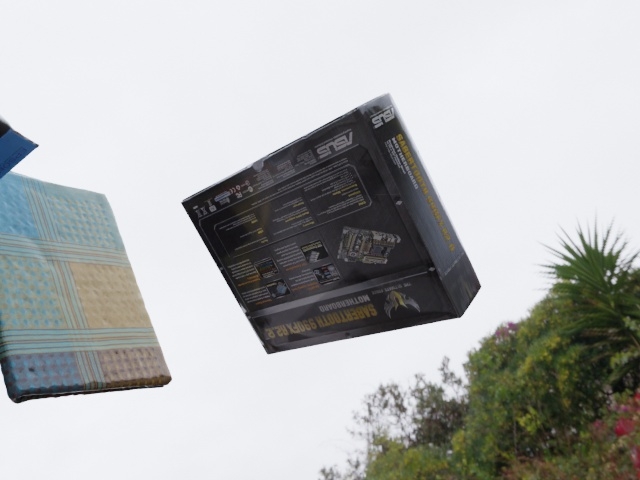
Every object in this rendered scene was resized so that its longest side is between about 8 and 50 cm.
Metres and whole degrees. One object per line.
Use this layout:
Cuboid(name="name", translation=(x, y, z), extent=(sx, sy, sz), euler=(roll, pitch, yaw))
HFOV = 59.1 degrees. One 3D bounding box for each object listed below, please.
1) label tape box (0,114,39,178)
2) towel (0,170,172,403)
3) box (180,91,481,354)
Cuboid(name="label tape box", translation=(-0.482, -0.099, 0.567), extent=(0.241, 0.333, 0.106), euler=(-42, -93, -6))
Cuboid(name="towel", translation=(-0.379, 0.057, 0.835), extent=(0.040, 0.370, 0.271), euler=(-36, -24, 19))
Cuboid(name="box", translation=(0.000, 0.000, 0.510), extent=(0.231, 0.056, 0.183), euler=(-20, -77, 40))
